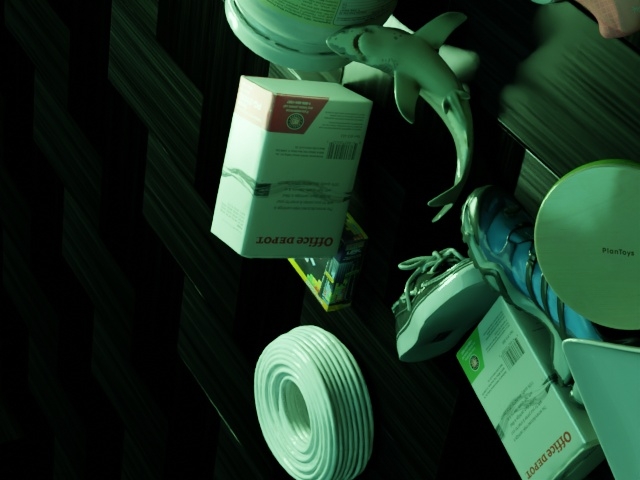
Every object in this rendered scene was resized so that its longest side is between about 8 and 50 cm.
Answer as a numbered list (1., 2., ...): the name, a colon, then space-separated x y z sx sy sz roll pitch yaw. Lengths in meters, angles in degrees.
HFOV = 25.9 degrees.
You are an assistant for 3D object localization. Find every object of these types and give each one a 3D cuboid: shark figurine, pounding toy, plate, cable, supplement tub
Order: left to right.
1. cable: -0.012 0.263 2.210 0.257 0.089 0.257 51 142 40
2. supplement tub: 0.011 -0.394 1.735 0.235 0.235 0.325 60 148 28
3. shark figurine: 0.138 -0.175 1.766 0.278 0.166 0.116 59 170 -10
4. pounding toy: 0.350 0.003 1.459 0.237 0.110 0.183 32 124 14
5. plate: 0.396 0.220 1.426 0.277 0.045 0.278 0 118 58

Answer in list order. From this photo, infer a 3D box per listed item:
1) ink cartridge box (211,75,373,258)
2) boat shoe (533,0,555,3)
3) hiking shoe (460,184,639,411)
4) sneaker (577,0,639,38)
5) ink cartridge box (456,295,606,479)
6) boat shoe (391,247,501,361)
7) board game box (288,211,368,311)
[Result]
1. ink cartridge box: -0.042 -0.102 1.970 0.100 0.172 0.237 34 116 49
2. boat shoe: 0.232 -0.292 1.588 0.100 0.035 0.035 40 135 49
3. hiking shoe: 0.282 0.042 1.585 0.304 0.113 0.132 55 138 18
4. sneaker: 0.245 -0.326 1.468 0.314 0.116 0.136 54 145 36
5. ink cartridge box: 0.267 0.179 1.668 0.208 0.086 0.153 64 149 24
6. boat shoe: 0.159 0.066 1.799 0.306 0.113 0.105 110 146 -69
7. board game box: 0.000 0.000 2.120 0.170 0.048 0.141 52 144 38
